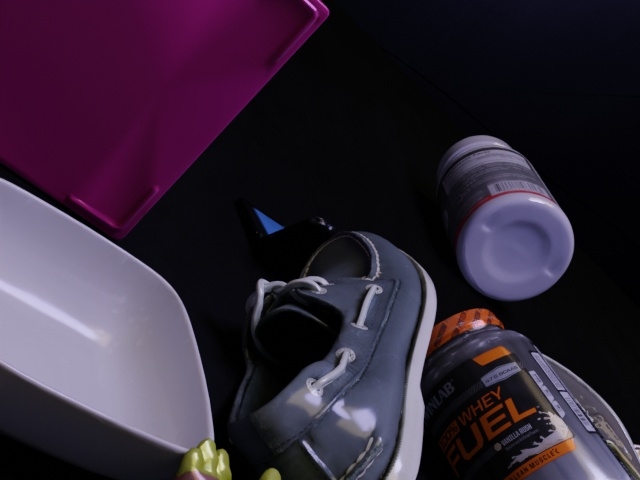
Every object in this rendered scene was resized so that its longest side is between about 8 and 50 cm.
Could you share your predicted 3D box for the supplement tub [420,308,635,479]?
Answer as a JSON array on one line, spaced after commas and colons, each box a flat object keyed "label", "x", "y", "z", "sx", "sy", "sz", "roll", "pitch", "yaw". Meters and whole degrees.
[{"label": "supplement tub", "x": 0.151, "y": 0.154, "z": 0.787, "sx": 0.117, "sy": 0.117, "sz": 0.190, "roll": 25, "pitch": 26, "yaw": -52}]

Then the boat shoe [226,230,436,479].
[{"label": "boat shoe", "x": 0.003, "y": 0.059, "z": 0.647, "sx": 0.099, "sy": 0.116, "sz": 0.319, "roll": 46, "pitch": 21, "yaw": -17}]

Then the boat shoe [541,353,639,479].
[{"label": "boat shoe", "x": 0.229, "y": 0.216, "z": 0.851, "sx": 0.305, "sy": 0.109, "sz": 0.091, "roll": 59, "pitch": 15, "yaw": 26}]

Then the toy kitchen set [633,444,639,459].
[{"label": "toy kitchen set", "x": 0.301, "y": 0.263, "z": 1.074, "sx": 0.083, "sy": 0.075, "sz": 0.068, "roll": 9, "pitch": 55, "yaw": -4}]

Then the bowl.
[{"label": "bowl", "x": -0.122, "y": 0.048, "z": 0.464, "sx": 0.142, "sy": 0.053, "sz": 0.142, "roll": 34, "pitch": 20, "yaw": -34}]

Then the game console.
[{"label": "game console", "x": 0.000, "y": 0.000, "z": 0.864, "sx": 0.122, "sy": 0.107, "sz": 0.071, "roll": 33, "pitch": 49, "yaw": -37}]

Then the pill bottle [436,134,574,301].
[{"label": "pill bottle", "x": 0.258, "y": -0.044, "z": 1.451, "sx": 0.161, "sy": 0.161, "sz": 0.283, "roll": 41, "pitch": 17, "yaw": -19}]

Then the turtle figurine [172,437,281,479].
[{"label": "turtle figurine", "x": 0.050, "y": 0.152, "z": 0.411, "sx": 0.217, "sy": 0.087, "sz": 0.269, "roll": 10, "pitch": -6, "yaw": 31}]

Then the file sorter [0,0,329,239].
[{"label": "file sorter", "x": -0.181, "y": -0.189, "z": 0.625, "sx": 0.291, "sy": 0.202, "sz": 0.182, "roll": 37, "pitch": 15, "yaw": -29}]
